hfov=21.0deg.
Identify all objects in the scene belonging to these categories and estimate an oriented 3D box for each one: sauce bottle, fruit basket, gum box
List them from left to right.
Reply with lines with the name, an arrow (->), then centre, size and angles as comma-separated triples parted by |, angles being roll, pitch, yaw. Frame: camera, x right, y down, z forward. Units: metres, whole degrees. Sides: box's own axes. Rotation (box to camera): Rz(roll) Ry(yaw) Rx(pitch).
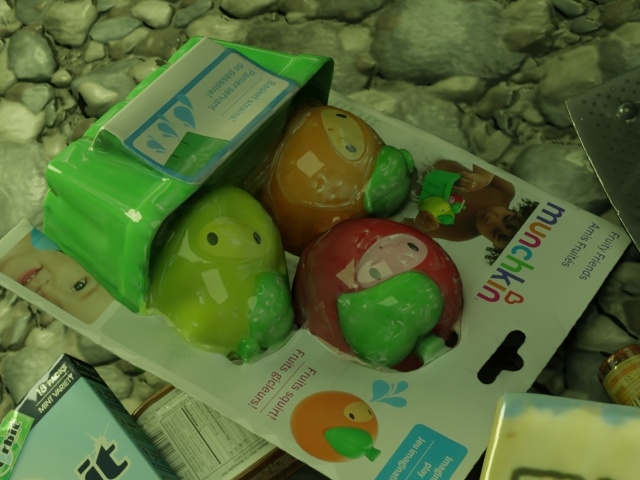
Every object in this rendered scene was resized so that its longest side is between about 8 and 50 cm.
gum box -> -0.175, 0.197, 1.207 | 0.157, 0.041, 0.184 | -47, 57, 5
fruit basket -> 0.000, 0.000, 1.195 | 0.353, 0.165, 0.327 | 24, 46, 21
sauce bottle -> 0.233, 0.127, 1.152 | 0.042, 0.042, 0.128 | -31, 56, -4

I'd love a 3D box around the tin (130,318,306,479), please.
tin -> -0.059, 0.130, 1.241 | 0.189, 0.040, 0.106 | -35, 61, -6

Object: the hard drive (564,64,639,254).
hard drive -> 0.297, -0.030, 1.220 | 0.172, 0.054, 0.255 | -25, 56, 1

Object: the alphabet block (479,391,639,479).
alphabet block -> 0.186, 0.225, 1.017 | 0.192, 0.193, 0.197 | 6, 62, 21
